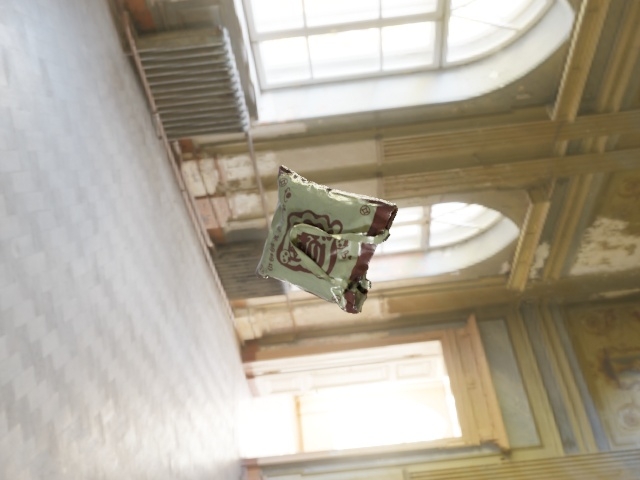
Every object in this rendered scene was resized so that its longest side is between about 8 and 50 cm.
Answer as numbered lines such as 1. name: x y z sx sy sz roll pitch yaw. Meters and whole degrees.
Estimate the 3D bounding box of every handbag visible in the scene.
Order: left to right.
1. handbag: 0.000 0.000 1.140 0.127 0.235 0.212 2 107 -66
